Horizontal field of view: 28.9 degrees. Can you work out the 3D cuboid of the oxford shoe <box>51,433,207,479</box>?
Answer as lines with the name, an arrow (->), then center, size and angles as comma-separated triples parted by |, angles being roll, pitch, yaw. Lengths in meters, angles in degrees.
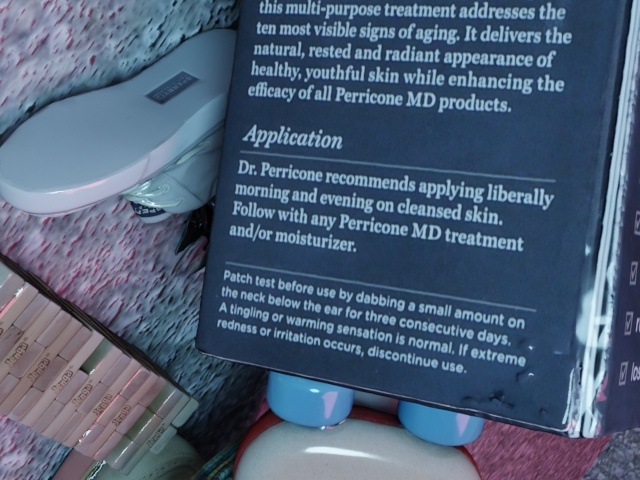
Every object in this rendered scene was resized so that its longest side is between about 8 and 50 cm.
oxford shoe -> -0.224, 0.324, 1.137 | 0.348, 0.130, 0.123 | -60, 151, -2

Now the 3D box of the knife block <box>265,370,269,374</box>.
knife block -> 0.000, 0.000, 1.214 | 0.088, 0.242, 0.275 | -14, 88, -51

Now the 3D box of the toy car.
toy car -> 0.029, 0.179, 1.108 | 0.238, 0.210, 0.219 | -95, -166, -70

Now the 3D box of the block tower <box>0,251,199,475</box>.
block tower -> -0.214, 0.091, 0.966 | 0.091, 0.097, 0.335 | -51, 150, -7

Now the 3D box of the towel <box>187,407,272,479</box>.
towel -> -0.085, 0.285, 1.203 | 0.370, 0.040, 0.271 | -31, 143, -66

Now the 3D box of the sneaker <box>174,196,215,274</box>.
sneaker -> -0.064, -0.046, 1.061 | 0.089, 0.051, 0.170 | -31, 162, -42

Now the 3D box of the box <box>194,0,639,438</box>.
box -> 0.182, -0.121, 0.947 | 0.480, 0.297, 0.471 | 8, 91, -58

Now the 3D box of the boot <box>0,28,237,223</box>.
boot -> -0.129, -0.054, 0.921 | 0.258, 0.095, 0.123 | -35, 147, -40
